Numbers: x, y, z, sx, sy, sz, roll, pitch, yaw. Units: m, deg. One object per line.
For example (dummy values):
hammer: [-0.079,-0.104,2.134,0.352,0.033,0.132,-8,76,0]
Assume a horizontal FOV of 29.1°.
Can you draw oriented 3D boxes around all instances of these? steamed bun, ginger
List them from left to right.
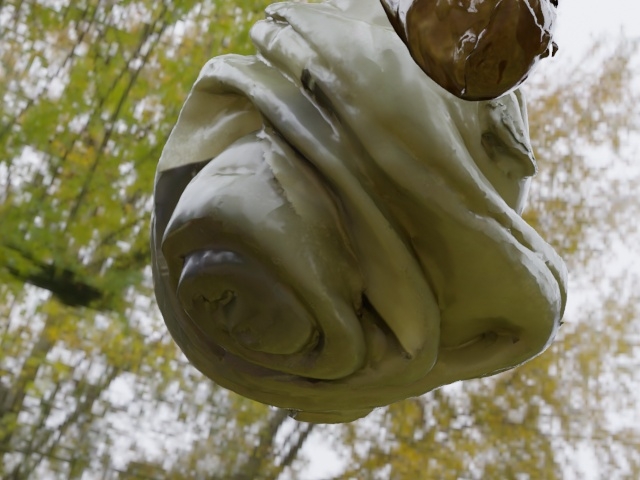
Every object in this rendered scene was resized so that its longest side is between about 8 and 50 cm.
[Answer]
steamed bun: [0.000,0.000,0.937,0.346,0.237,0.394,36,-54,34]
ginger: [0.051,-0.214,0.719,0.107,0.309,0.133,-24,-16,-1]
